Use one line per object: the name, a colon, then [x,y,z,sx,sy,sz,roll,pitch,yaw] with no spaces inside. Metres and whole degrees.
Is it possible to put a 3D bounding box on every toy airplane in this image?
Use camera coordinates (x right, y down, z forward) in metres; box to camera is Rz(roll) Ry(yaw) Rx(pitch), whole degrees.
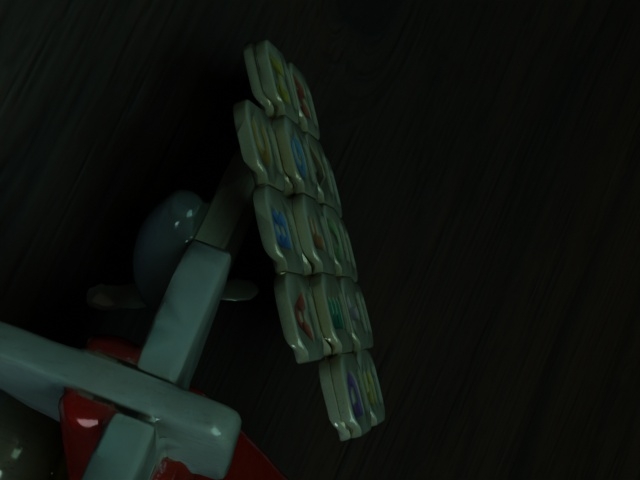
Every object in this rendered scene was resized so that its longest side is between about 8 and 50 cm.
toy airplane: [-0.137,0.147,0.673,0.386,0.272,0.384,-28,125,-63]

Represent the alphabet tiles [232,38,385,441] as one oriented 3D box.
alphabet tiles: [0.000,0.000,0.766,0.278,0.021,0.284,20,56,-77]
